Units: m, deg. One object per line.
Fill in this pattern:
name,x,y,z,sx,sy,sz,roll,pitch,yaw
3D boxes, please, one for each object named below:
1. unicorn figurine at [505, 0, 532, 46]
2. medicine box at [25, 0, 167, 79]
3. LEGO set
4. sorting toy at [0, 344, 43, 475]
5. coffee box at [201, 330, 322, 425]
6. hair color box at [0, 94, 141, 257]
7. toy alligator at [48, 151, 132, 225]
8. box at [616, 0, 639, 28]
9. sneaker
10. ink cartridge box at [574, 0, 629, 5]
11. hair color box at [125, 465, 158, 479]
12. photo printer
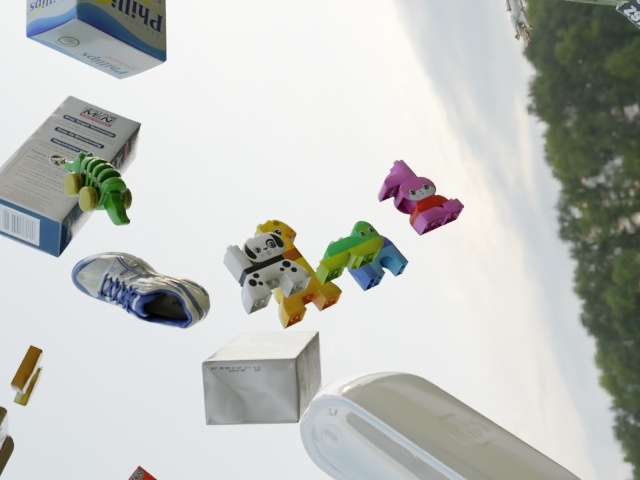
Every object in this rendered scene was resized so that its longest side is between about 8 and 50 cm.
unicorn figurine,0.387,-0.472,1.901,0.162,0.060,0.111,85,-176,-46
medicine box,-0.457,-0.518,1.987,0.263,0.149,0.290,18,-117,-55
LEGO set,0.000,0.000,0.822,0.227,0.087,0.093,-23,-117,-34
sorting toy,-0.470,0.300,1.333,0.229,0.041,0.307,120,173,-64
coffee box,-0.099,0.248,1.779,0.297,0.168,0.119,-25,-68,-81
hair color box,-0.511,-0.135,1.919,0.347,0.173,0.105,-64,-5,-46
toy alligator,-0.269,-0.079,1.127,0.056,0.189,0.051,-2,-61,-42
box,0.687,-0.450,1.726,0.257,0.079,0.322,37,-123,-10
sneaker,-0.372,0.101,1.955,0.131,0.296,0.112,-64,-12,-77
ink cartridge box,0.180,-0.332,0.849,0.255,0.097,0.189,44,129,52
hair color box,-0.309,0.493,1.822,0.141,0.072,0.043,39,-130,-3
photo printer,0.137,0.257,1.122,0.256,0.307,0.107,4,-66,-62
